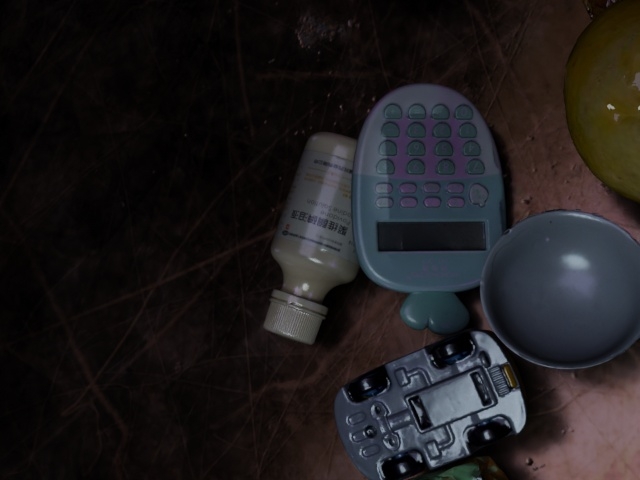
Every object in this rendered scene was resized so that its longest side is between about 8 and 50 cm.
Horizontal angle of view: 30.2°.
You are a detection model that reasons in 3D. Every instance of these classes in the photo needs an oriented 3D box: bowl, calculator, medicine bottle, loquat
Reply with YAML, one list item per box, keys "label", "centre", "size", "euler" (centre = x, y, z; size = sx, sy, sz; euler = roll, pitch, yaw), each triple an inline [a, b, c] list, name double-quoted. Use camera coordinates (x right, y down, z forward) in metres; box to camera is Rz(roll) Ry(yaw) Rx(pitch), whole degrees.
- label: "bowl"
  centre: [0.272, 0.066, 1.319]
  size: [0.189, 0.086, 0.189]
  euler: [-3, 65, 8]
- label: "calculator"
  centre: [0.127, -0.038, 1.396]
  size: [0.186, 0.041, 0.298]
  euler: [-2, 84, -10]
- label: "medicine bottle"
  centre: [0.000, 0.000, 1.452]
  size: [0.114, 0.114, 0.252]
  euler: [17, 85, 27]
- label: "loquat"
  centre: [0.368, -0.153, 1.273]
  size: [0.244, 0.244, 0.243]
  euler: [-6, 75, 23]

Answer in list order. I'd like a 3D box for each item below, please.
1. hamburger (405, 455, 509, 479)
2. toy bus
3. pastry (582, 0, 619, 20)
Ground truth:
- label: "hamburger"
  centre: [0.143, 0.360, 1.293]
  size: [0.214, 0.125, 0.235]
  euler: [-31, 97, 28]
- label: "toy bus"
  centre: [0.130, 0.180, 1.333]
  size: [0.210, 0.136, 0.126]
  euler: [-25, 85, 17]
- label: "pastry"
  centre: [0.342, -0.322, 1.406]
  size: [0.087, 0.063, 0.169]
  euler: [-19, 71, 22]
